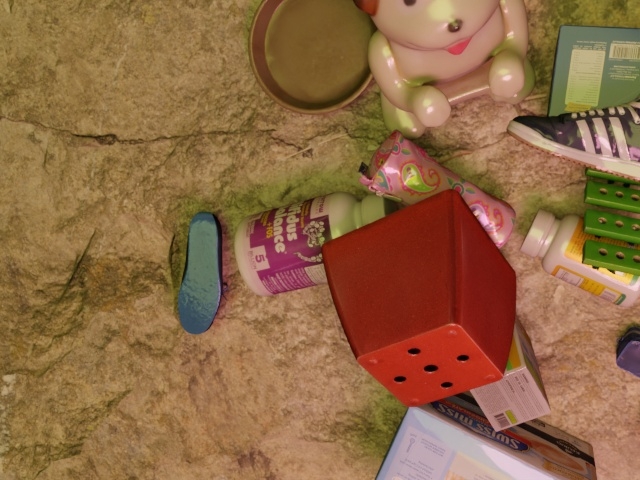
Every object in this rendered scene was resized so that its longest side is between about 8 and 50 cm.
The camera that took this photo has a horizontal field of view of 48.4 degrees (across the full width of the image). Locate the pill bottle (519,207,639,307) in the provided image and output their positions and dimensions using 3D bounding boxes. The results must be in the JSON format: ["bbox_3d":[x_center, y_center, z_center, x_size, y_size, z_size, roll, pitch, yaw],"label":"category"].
[{"bbox_3d":[0.467,0.024,1.260,0.209,0.117,0.117,25,103,13],"label":"pill bottle"}]

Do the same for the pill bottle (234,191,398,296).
[{"bbox_3d":[0.000,0.000,1.378,0.302,0.169,0.169,-14,92,18],"label":"pill bottle"}]

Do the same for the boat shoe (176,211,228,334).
[{"bbox_3d":[-0.237,0.069,1.509,0.109,0.089,0.258,12,95,3],"label":"boat shoe"}]

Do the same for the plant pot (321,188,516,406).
[{"bbox_3d":[0.175,0.121,1.204,0.267,0.235,0.267,-24,131,25],"label":"plant pot"}]

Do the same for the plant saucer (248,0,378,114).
[{"bbox_3d":[-0.009,-0.387,1.404,0.278,0.041,0.277,2,96,17],"label":"plant saucer"}]

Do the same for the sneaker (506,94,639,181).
[{"bbox_3d":[0.445,-0.188,1.104,0.282,0.099,0.153,18,108,8],"label":"sneaker"}]

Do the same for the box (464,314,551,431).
[{"bbox_3d":[0.323,0.217,1.270,0.103,0.203,0.114,-26,113,18],"label":"box"}]

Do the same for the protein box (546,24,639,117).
[{"bbox_3d":[0.493,-0.248,1.209,0.200,0.136,0.201,8,99,16],"label":"protein box"}]

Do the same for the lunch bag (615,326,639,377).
[{"bbox_3d":[0.576,0.202,1.274,0.098,0.065,0.067,30,120,11],"label":"lunch bag"}]

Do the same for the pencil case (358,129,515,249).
[{"bbox_3d":[0.211,-0.080,1.287,0.284,0.124,0.124,31,106,-10],"label":"pencil case"}]

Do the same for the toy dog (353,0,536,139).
[{"bbox_3d":[0.196,-0.377,1.137,0.285,0.408,0.395,-9,87,12],"label":"toy dog"}]

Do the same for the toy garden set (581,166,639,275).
[{"bbox_3d":[0.545,-0.027,1.201,0.204,0.244,0.049,12,143,9],"label":"toy garden set"}]

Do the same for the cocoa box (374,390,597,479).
[{"bbox_3d":[0.294,0.435,1.304,0.347,0.228,0.231,25,103,14],"label":"cocoa box"}]
